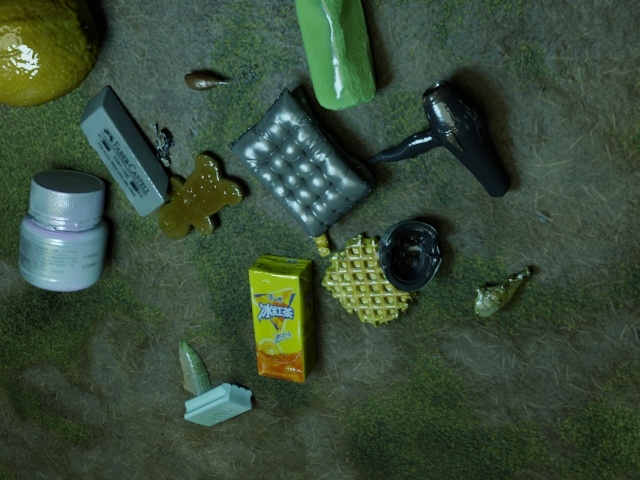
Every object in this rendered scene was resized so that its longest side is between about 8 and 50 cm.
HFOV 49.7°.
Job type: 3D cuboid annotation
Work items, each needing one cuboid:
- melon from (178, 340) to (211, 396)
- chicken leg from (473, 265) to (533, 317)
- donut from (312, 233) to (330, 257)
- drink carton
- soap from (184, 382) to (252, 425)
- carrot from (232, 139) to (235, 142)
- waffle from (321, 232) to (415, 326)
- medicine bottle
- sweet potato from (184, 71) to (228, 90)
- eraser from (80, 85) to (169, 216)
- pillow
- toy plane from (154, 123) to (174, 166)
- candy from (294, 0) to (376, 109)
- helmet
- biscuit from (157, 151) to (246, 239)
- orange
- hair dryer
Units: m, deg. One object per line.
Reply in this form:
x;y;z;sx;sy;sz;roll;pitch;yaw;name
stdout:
-0.412;0.412;2.223;0.098;0.054;0.182;15;121;32;melon
0.446;0.120;1.706;0.093;0.070;0.178;40;117;-22;chicken leg
0.000;0.000;1.827;0.038;0.067;0.083;-18;74;11;donut
-0.101;0.221;1.954;0.155;0.111;0.351;7;117;18;drink carton
-0.324;0.523;2.196;0.198;0.066;0.119;-30;139;31;soap
-0.161;-0.194;1.806;0.191;0.047;0.047;39;123;6;carrot
0.135;0.110;1.837;0.254;0.052;0.245;40;122;0;waffle
-0.737;-0.031;2.000;0.241;0.241;0.302;18;112;12;medicine bottle
-0.285;-0.398;1.743;0.117;0.049;0.049;7;118;19;sweet potato
-0.535;-0.239;1.887;0.111;0.077;0.352;-29;96;34;eraser
-0.042;-0.188;1.695;0.228;0.101;0.326;-40;90;27;pillow
-0.426;-0.258;1.883;0.049;0.031;0.120;7;116;24;toy plane
0.030;-0.464;1.544;0.142;0.132;0.343;28;135;60;candy
0.210;0.027;1.720;0.153;0.107;0.177;-9;112;-16;helmet
-0.346;-0.110;1.917;0.301;0.049;0.197;-39;88;32;biscuit
-0.729;-0.499;1.717;0.357;0.322;0.322;-8;112;18;orange
0.245;-0.197;1.629;0.359;0.120;0.303;-17;123;39;hair dryer
